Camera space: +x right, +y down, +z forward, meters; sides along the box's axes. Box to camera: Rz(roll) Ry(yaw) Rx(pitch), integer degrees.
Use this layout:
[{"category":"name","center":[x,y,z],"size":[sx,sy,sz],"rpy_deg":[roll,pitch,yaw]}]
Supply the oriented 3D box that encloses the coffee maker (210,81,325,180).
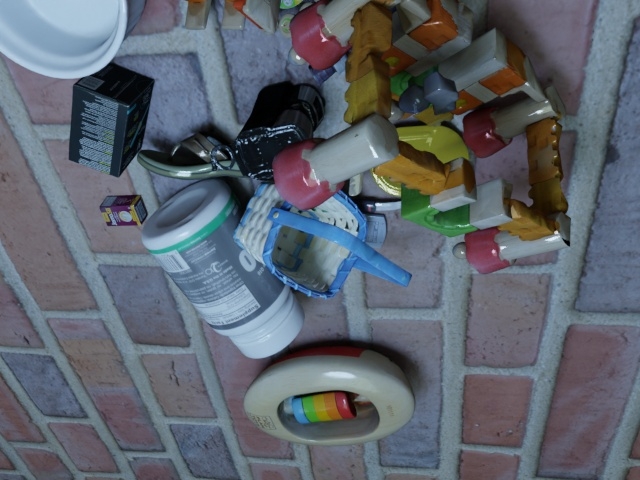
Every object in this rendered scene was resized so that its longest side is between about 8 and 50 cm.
[{"category":"coffee maker","center":[-0.086,-0.196,0.976],"size":[0.171,0.178,0.120],"rpy_deg":[10,128,0]}]

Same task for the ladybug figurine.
[{"category":"ladybug figurine","center":[0.016,0.382,1.416],"size":[0.448,0.162,0.305],"rpy_deg":[-9,125,16]}]

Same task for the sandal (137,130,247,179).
[{"category":"sandal","center":[-0.198,-0.166,1.075],"size":[0.302,0.120,0.086],"rpy_deg":[1,105,7]}]

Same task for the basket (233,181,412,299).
[{"category":"basket","center":[0.000,0.000,1.026],"size":[0.288,0.201,0.254],"rpy_deg":[24,173,40]}]

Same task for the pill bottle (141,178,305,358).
[{"category":"pill bottle","center":[-0.191,0.068,1.184],"size":[0.204,0.204,0.361],"rpy_deg":[-18,123,22]}]

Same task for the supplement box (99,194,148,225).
[{"category":"supplement box","center":[-0.430,-0.065,1.226],"size":[0.083,0.043,0.055],"rpy_deg":[-2,129,12]}]

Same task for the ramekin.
[{"category":"ramekin","center":[-0.418,-0.416,0.893],"size":[0.277,0.135,0.277],"rpy_deg":[5,129,6]}]

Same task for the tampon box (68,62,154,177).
[{"category":"tampon box","center":[-0.391,-0.225,1.045],"size":[0.101,0.120,0.161],"rpy_deg":[21,128,-7]}]

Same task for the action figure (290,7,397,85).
[{"category":"action figure","center":[0.094,-0.361,0.874],"size":[0.284,0.099,0.185],"rpy_deg":[-22,114,20]}]

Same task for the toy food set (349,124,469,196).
[{"category":"toy food set","center":[0.162,-0.149,1.046],"size":[0.217,0.071,0.128],"rpy_deg":[-1,103,8]}]

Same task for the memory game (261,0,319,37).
[{"category":"memory game","center":[-0.056,-0.407,0.859],"size":[0.186,0.012,0.186],"rpy_deg":[9,109,28]}]

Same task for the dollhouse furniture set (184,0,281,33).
[{"category":"dollhouse furniture set","center":[-0.175,-0.362,0.760],"size":[0.259,0.262,0.135],"rpy_deg":[11,89,26]}]

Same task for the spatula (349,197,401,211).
[{"category":"spatula","center":[0.134,-0.073,1.126],"size":[0.296,0.030,0.084],"rpy_deg":[1,127,10]}]

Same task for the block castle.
[{"category":"block castle","center":[0.153,-0.146,0.812],"size":[0.453,0.303,0.212],"rpy_deg":[18,157,-35]}]

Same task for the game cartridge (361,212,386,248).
[{"category":"game cartridge","center":[0.111,-0.021,1.180],"size":[0.055,0.017,0.083],"rpy_deg":[9,129,8]}]
